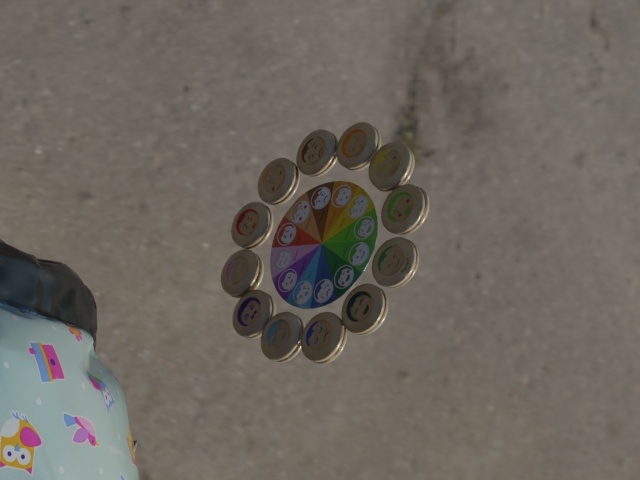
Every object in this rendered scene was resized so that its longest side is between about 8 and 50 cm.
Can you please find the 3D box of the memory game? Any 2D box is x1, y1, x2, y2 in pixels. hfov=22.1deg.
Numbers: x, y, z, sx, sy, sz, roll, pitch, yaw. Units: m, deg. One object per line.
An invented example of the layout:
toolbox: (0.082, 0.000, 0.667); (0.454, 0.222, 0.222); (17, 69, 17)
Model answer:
memory game: (0.000, 0.000, 1.171); (0.012, 0.186, 0.186); (29, 80, -45)

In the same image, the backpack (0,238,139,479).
backpack: (-0.128, 0.090, 0.563); (0.152, 0.115, 0.182); (22, 56, -55)
